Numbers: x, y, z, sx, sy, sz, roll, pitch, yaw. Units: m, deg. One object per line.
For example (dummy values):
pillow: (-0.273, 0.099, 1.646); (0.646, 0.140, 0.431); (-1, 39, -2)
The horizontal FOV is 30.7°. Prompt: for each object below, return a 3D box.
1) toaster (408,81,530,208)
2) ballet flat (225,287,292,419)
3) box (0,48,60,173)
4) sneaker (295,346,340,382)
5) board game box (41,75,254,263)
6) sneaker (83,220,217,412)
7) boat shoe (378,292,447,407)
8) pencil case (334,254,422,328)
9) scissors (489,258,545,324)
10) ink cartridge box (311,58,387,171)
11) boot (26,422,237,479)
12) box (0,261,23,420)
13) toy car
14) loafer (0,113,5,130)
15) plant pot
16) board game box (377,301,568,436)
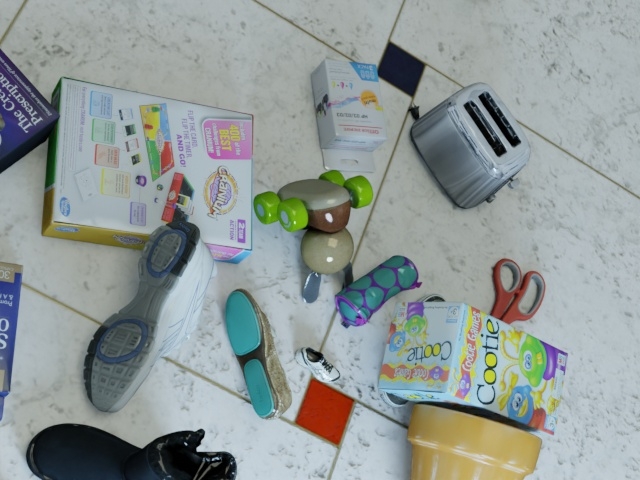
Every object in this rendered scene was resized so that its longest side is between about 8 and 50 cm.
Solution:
toaster: (0.262, -0.177, 2.047); (0.129, 0.146, 0.227); (-31, 87, -34)
ballet flat: (-0.093, 0.173, 1.787); (0.067, 0.073, 0.206); (3, 70, -56)
box: (-0.536, -0.211, 1.677); (0.261, 0.103, 0.184); (48, 60, -4)
sneaker: (0.000, 0.196, 1.832); (0.083, 0.037, 0.032); (32, 58, -15)
board game box: (-0.259, -0.104, 1.798); (0.316, 0.064, 0.242); (9, 67, -24)
sneaker: (-0.232, 0.123, 1.695); (0.297, 0.111, 0.129); (-60, 145, -14)
boat shoe: (0.168, 0.175, 1.907); (0.077, 0.070, 0.219); (33, 59, -12)
pencil case: (0.094, 0.083, 1.908); (0.151, 0.064, 0.070); (-34, 73, -32)
scissors: (0.308, 0.155, 2.016); (0.109, 0.021, 0.297); (37, 57, -12)
ink cartridge box: (0.052, -0.213, 2.002); (0.104, 0.061, 0.181); (1, 71, -27)
boot: (-0.253, 0.291, 1.564); (0.246, 0.207, 0.094); (21, 63, -18)
box: (-0.490, 0.133, 1.605); (0.136, 0.036, 0.225); (10, 68, -24)
toy car: (0.000, 0.000, 1.880); (0.155, 0.149, 0.188); (-20, 109, -28)
loafer: (-0.506, -0.166, 1.586); (0.148, 0.056, 0.050); (-6, 75, -36)
plant pot: (0.220, 0.371, 1.797); (0.205, 0.205, 0.188); (20, 78, -19)
board game box: (0.244, 0.203, 1.830); (0.275, 0.144, 0.142); (25, 71, -40)
